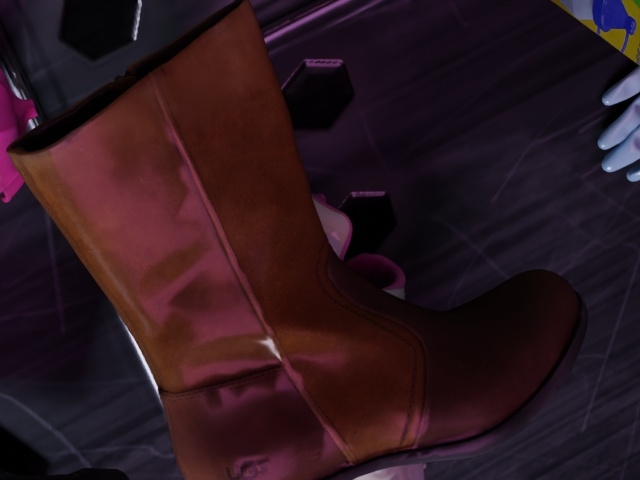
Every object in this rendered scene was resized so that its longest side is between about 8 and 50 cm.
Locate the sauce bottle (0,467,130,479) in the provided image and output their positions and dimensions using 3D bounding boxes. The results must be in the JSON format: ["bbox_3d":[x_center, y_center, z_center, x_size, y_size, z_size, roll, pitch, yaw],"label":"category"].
[{"bbox_3d":[-0.263,0.156,0.959,0.344,0.111,0.111,1,118,-29],"label":"sauce bottle"}]

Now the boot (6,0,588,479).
[{"bbox_3d":[0.000,0.000,0.983,0.264,0.096,0.280,-30,109,-15],"label":"boot"}]

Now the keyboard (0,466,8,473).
[{"bbox_3d":[-0.313,0.151,1.019,0.201,0.033,0.317,-44,128,2],"label":"keyboard"}]

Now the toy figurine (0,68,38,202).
[{"bbox_3d":[-0.223,-0.034,0.923,0.173,0.130,0.159,34,86,-13],"label":"toy figurine"}]

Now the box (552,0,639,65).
[{"bbox_3d":[0.253,-0.231,0.923,0.177,0.279,0.290,-7,121,-24],"label":"box"}]

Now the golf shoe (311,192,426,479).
[{"bbox_3d":[0.022,0.096,1.111,0.140,0.115,0.306,-41,130,-4],"label":"golf shoe"}]

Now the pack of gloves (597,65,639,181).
[{"bbox_3d":[0.300,-0.082,1.178,0.232,0.046,0.195,-42,125,1],"label":"pack of gloves"}]
